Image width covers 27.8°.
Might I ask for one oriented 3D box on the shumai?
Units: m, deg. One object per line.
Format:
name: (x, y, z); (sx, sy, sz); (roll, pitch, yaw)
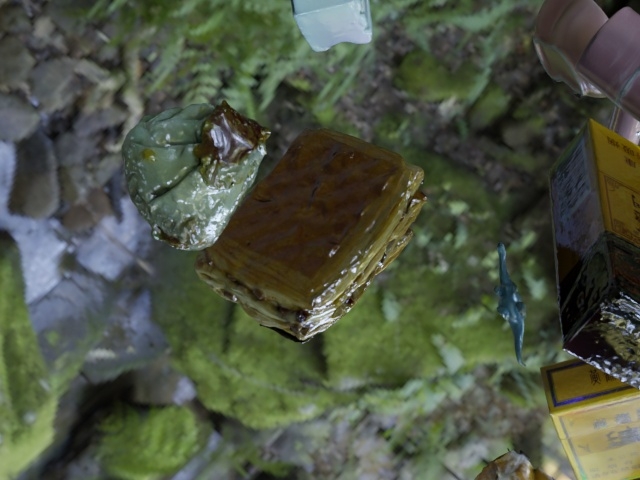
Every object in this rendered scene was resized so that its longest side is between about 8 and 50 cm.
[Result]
shumai: (-0.130, -0.074, 1.530); (0.184, 0.142, 0.184); (-3, 96, -30)

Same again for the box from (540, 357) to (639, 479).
box: (0.452, 0.264, 1.929); (0.192, 0.084, 0.301); (-16, 144, 10)

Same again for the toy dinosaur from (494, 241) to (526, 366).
toy dinosaur: (0.296, 0.099, 1.999); (0.045, 0.197, 0.080); (-12, 176, 15)

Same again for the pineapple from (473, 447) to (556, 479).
pineapple: (0.191, 0.394, 1.141); (0.286, 0.209, 0.344); (-46, 135, -5)

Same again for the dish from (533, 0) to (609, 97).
dish: (0.423, -0.310, 2.135); (0.090, 0.213, 0.213); (-35, 150, -4)

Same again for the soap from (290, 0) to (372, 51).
soap: (0.005, -0.377, 1.635); (0.091, 0.231, 0.145); (-9, 159, 10)

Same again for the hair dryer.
hair dryer: (0.510, -0.201, 2.023); (0.125, 0.210, 0.352); (-46, 163, -9)

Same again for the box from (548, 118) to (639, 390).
box: (0.432, 0.038, 1.646); (0.116, 0.264, 0.415); (-55, -168, 31)

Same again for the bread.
bread: (0.000, 0.000, 2.014); (0.324, 0.277, 0.167); (-53, 139, -14)
